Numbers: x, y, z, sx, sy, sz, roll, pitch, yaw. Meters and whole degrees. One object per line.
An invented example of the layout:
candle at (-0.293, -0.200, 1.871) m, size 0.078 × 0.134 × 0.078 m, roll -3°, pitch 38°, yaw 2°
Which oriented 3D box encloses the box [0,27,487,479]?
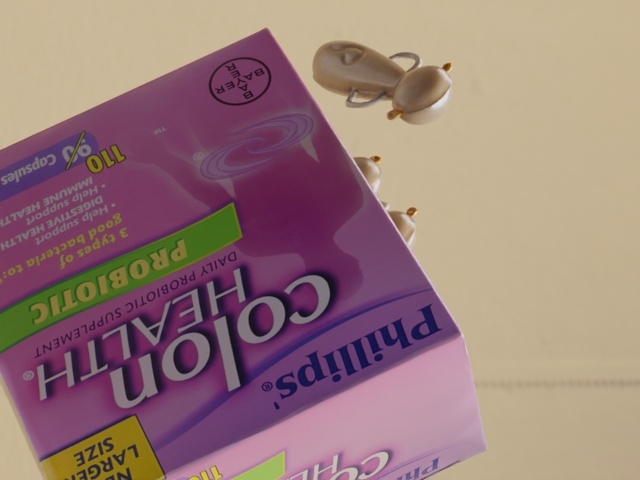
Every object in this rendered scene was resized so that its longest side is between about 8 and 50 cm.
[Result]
box at (-0.065, 0.040, 1.023) m, size 0.213 × 0.117 × 0.243 m, roll -25°, pitch -126°, yaw -7°

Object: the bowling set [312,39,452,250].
bowling set at (0.000, 0.000, 1.406) m, size 0.287 × 0.200 × 0.154 m, roll -41°, pitch -139°, yaw -25°
